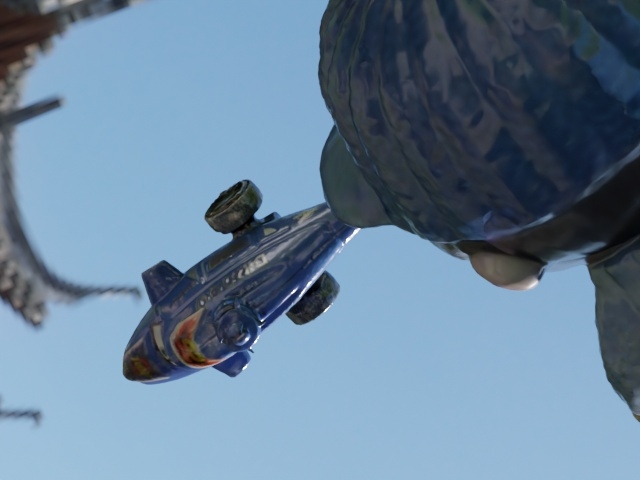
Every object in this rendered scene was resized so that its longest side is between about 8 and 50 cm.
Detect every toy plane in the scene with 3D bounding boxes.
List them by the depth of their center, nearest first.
[{"bbox_3d":[0.000,0.000,0.606,0.054,0.167,0.062,50,11,-18],"label":"toy plane"}]

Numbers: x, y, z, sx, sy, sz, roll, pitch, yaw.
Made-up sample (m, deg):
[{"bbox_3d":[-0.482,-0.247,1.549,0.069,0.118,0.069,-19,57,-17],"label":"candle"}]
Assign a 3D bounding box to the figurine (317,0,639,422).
[{"bbox_3d":[0.062,-0.006,0.344,0.149,0.086,0.087,42,9,-4],"label":"figurine"}]
